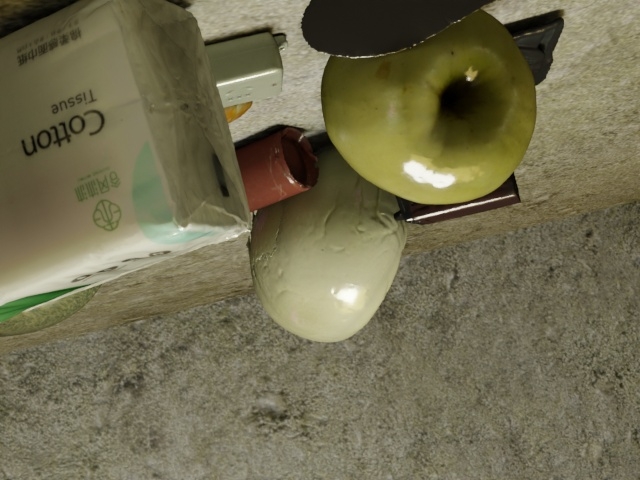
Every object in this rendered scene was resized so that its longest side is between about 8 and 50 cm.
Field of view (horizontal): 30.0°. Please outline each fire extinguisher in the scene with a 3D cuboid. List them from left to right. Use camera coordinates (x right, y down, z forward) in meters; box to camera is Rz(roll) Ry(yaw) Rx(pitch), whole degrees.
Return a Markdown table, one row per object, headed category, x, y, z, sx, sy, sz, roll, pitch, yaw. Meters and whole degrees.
| category | x | y | z | sx | sy | sz | roll | pitch | yaw |
| --- | --- | --- | --- | --- | --- | --- | --- | --- | --- |
| fire extinguisher | -0.160 | -0.087 | 1.942 | 0.337 | 0.106 | 0.147 | -19 | -165 | 29 |

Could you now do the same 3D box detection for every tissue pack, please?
| category | x | y | z | sx | sy | sz | roll | pitch | yaw |
| --- | --- | --- | --- | --- | --- | --- | --- | --- | --- |
| tissue pack | -0.282 | -0.075 | 1.245 | 0.357 | 0.266 | 0.194 | -20 | 170 | 22 |

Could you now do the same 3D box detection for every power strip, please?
| category | x | y | z | sx | sy | sz | roll | pitch | yaw |
| --- | --- | --- | --- | --- | --- | --- | --- | --- | --- |
| power strip | -0.196 | -0.177 | 1.423 | 0.338 | 0.058 | 0.098 | -14 | 171 | -6 |

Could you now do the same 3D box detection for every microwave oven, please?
| category | x | y | z | sx | sy | sz | roll | pitch | yaw |
| --- | --- | --- | --- | --- | --- | --- | --- | --- | --- |
| microwave oven | 0.192 | -0.123 | 1.792 | 0.188 | 0.178 | 0.247 | -11 | 177 | 12 |

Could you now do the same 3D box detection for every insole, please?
| category | x | y | z | sx | sy | sz | roll | pitch | yaw |
| --- | --- | --- | --- | --- | --- | --- | --- | --- | --- |
| insole | 0.131 | -0.278 | 1.294 | 0.322 | 0.109 | 0.007 | -21 | -153 | 9 |

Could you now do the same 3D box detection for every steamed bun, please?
| category | x | y | z | sx | sy | sz | roll | pitch | yaw |
| --- | --- | --- | --- | --- | --- | --- | --- | --- | --- |
| steamed bun | 0.000 | 0.000 | 2.006 | 0.233 | 0.312 | 0.333 | 19 | 125 | -9 |

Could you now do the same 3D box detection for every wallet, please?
| category | x | y | z | sx | sy | sz | roll | pitch | yaw |
| --- | --- | --- | --- | --- | --- | --- | --- | --- | --- |
| wallet | 0.235 | -0.248 | 1.789 | 0.247 | 0.041 | 0.323 | -14 | 173 | 0 |

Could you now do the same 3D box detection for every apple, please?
| category | x | y | z | sx | sy | sz | roll | pitch | yaw |
| --- | --- | --- | --- | --- | --- | --- | --- | --- | --- |
| apple | 0.129 | -0.171 | 1.452 | 0.262 | 0.262 | 0.262 | -15 | 171 | -2 |

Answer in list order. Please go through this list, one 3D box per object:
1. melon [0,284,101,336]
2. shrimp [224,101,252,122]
| category | x | y | z | sx | sy | sz | roll | pitch | yaw |
| --- | --- | --- | --- | --- | --- | --- | --- | --- | --- |
| melon | -0.438 | 0.009 | 1.575 | 0.329 | 0.248 | 0.248 | -9 | 169 | -17 |
| shrimp | -0.192 | -0.152 | 1.622 | 0.217 | 0.051 | 0.115 | -19 | 173 | 7 |
